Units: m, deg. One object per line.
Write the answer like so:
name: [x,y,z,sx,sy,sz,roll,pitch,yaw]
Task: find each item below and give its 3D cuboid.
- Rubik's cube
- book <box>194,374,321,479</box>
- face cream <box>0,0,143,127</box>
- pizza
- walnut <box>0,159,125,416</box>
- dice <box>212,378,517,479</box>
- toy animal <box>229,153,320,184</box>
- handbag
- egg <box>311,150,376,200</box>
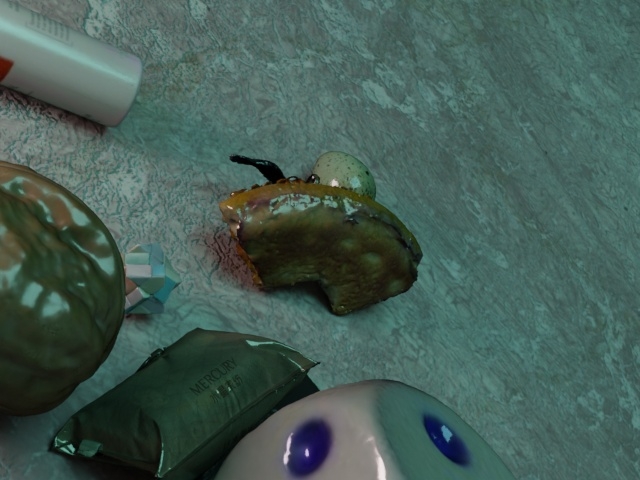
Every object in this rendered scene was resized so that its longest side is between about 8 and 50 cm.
Rubik's cube: [-0.207,0.046,1.572,0.084,0.075,0.073,42,18,18]
book: [0.011,0.334,1.562,0.374,0.028,0.262,50,38,6]
face cream: [-0.385,-0.239,1.644,0.345,0.102,0.102,21,45,-27]
pizza: [0.000,0.000,1.753,0.305,0.161,0.086,17,26,-32]
walnut: [-0.321,0.043,1.358,0.273,0.227,0.273,27,43,-28]
dice: [0.047,0.307,1.352,0.243,0.259,0.251,31,24,-38]
toy animal: [-0.036,-0.060,1.793,0.220,0.108,0.062,21,47,-27]
handbag: [-0.148,0.173,1.474,0.270,0.182,0.117,-34,120,-48]
egg: [0.029,-0.076,1.883,0.085,0.085,0.110,-6,51,-44]
